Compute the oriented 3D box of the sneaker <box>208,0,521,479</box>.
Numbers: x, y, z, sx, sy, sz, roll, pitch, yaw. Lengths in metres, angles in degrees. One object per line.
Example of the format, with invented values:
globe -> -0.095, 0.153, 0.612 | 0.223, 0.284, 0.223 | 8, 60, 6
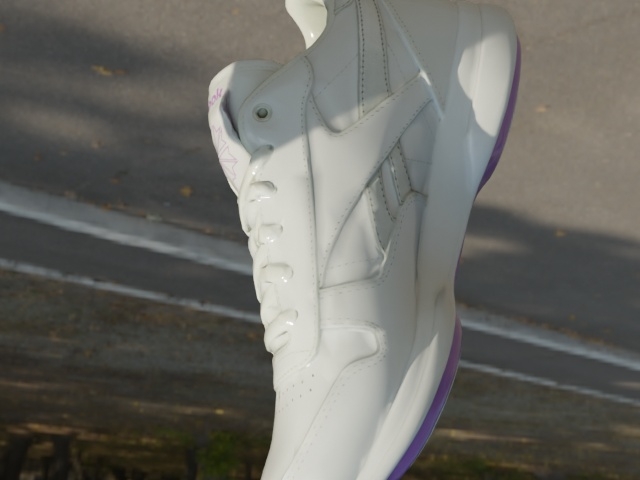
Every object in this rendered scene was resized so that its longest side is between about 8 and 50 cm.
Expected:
sneaker -> 0.000, 0.000, 0.496 | 0.152, 0.305, 0.114 | 19, 155, -7
